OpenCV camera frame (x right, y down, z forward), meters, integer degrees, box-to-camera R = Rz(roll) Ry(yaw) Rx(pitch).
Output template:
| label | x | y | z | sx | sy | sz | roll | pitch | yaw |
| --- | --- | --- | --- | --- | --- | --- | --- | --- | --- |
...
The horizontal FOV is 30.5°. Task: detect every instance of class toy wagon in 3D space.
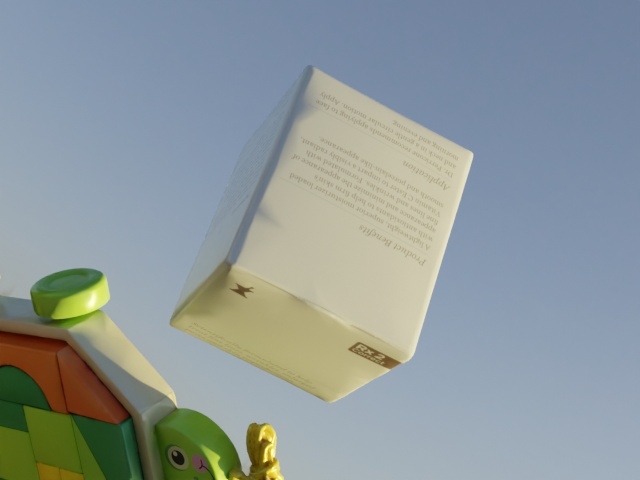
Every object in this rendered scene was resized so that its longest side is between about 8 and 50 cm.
| label | x | y | z | sx | sy | sz | roll | pitch | yaw |
| --- | --- | --- | --- | --- | --- | --- | --- | --- | --- |
| toy wagon | -0.185 | 0.152 | 0.894 | 0.344 | 0.068 | 0.267 | 6 | -66 | 33 |

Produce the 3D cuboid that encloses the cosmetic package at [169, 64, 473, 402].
| label | x | y | z | sx | sy | sz | roll | pitch | yaw |
| --- | --- | --- | --- | --- | --- | --- | --- | --- | --- |
| cosmetic package | 0.000 | 0.000 | 0.903 | 0.151 | 0.183 | 0.151 | 28 | -28 | -12 |
